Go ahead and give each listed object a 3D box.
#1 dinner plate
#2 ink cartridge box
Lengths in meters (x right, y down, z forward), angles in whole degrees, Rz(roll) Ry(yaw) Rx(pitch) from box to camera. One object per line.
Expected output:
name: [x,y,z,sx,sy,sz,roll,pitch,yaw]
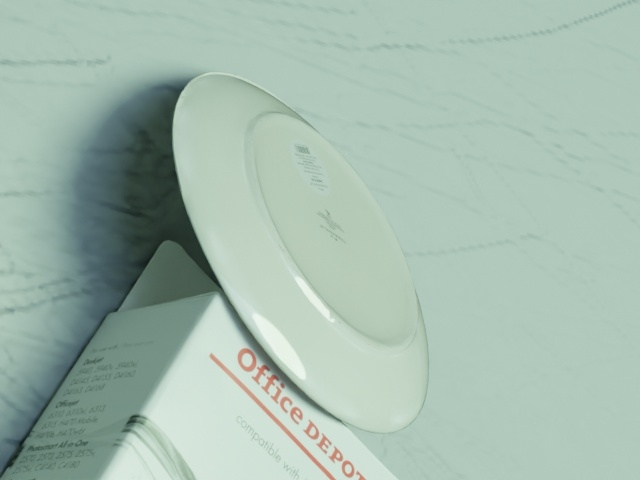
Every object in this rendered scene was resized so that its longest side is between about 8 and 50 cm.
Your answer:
dinner plate: [0.000,0.000,0.678,0.141,0.017,0.141,45,26,-29]
ink cartridge box: [-0.043,0.091,0.631,0.104,0.060,0.180,48,54,-25]
